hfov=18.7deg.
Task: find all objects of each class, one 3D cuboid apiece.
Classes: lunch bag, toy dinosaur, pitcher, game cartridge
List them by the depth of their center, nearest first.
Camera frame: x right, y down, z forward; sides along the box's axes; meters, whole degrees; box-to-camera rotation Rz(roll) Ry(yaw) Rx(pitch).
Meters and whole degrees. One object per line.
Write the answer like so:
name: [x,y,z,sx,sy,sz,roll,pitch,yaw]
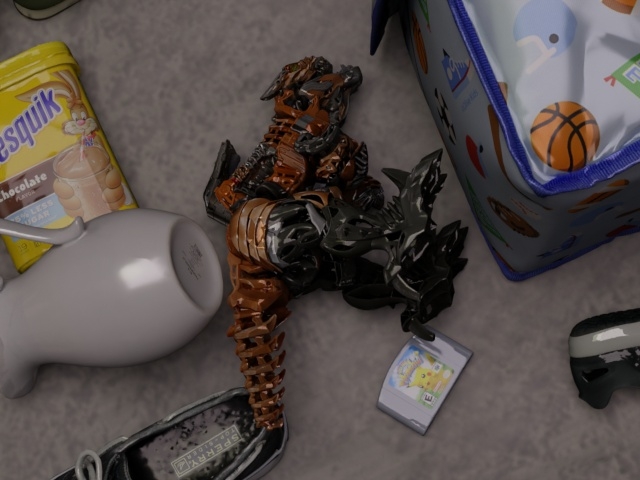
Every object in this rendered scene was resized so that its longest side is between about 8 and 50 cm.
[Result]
lunch bag: [0.163,-0.195,1.550,0.239,0.328,0.385,-21,79,-4]
pitcher: [-0.200,0.031,1.583,0.207,0.178,0.125,-18,36,24]
toy dinosaur: [0.000,0.000,1.623,0.218,0.164,0.322,6,85,17]
game cartridge: [0.085,0.116,1.649,0.056,0.017,0.083,29,82,13]

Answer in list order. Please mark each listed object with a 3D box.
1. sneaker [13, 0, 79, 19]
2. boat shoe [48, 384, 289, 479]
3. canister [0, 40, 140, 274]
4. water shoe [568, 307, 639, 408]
sneaker: [-0.194,-0.266,1.710,0.192,0.086,0.064,-34,78,-3]
boat shoe: [-0.162,0.219,1.600,0.306,0.105,0.113,-28,78,-2]
canister: [-0.240,-0.069,1.682,0.126,0.073,0.170,-26,79,0]
water shoe: [0.309,0.093,1.619,0.203,0.073,0.080,-8,100,7]
